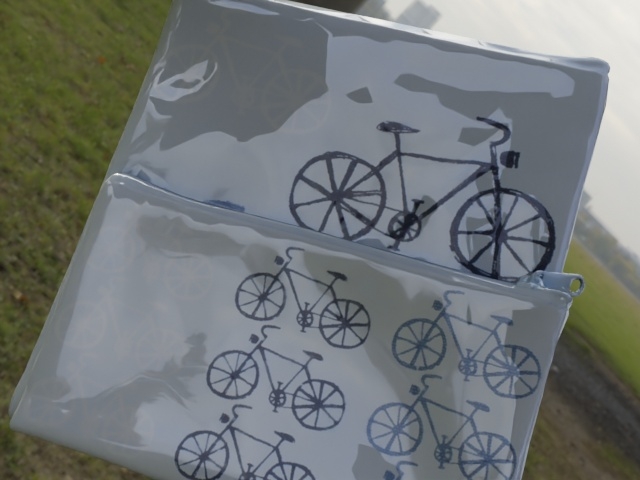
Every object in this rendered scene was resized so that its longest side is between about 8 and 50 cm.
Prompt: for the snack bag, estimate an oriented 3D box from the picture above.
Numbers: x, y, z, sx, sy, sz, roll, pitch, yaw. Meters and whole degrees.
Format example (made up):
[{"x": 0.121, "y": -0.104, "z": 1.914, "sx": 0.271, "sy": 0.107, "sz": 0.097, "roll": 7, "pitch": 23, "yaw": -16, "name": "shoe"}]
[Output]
[{"x": 0.000, "y": 0.000, "z": 0.586, "sx": 0.323, "sy": 0.343, "sz": 0.037, "roll": 16, "pitch": -13, "yaw": 15, "name": "snack bag"}]
